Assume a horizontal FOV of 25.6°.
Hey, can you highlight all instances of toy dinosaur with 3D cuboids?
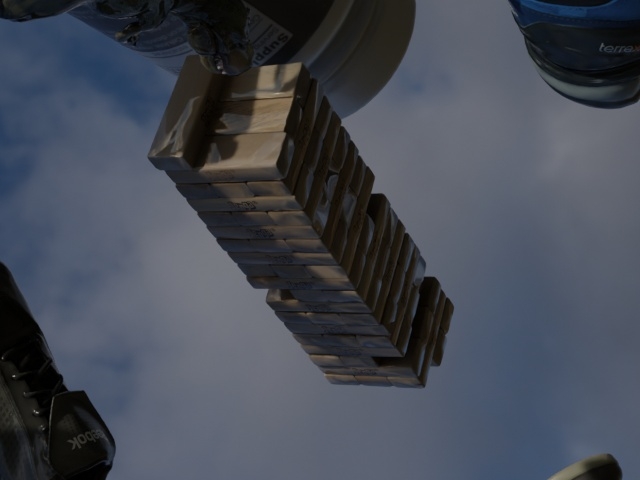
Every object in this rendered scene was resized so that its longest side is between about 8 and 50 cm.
[{"bbox_3d":[-0.145,-0.135,0.714,0.268,0.118,0.064,9,-99,-54],"label":"toy dinosaur"}]

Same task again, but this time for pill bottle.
[{"bbox_3d":[-0.096,-0.236,1.112,0.361,0.204,0.204,27,-118,-46],"label":"pill bottle"}]

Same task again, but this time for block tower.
[{"bbox_3d":[0.000,0.000,1.052,0.335,0.097,0.091,53,-136,-47],"label":"block tower"}]

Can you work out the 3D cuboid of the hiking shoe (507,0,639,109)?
[{"bbox_3d":[0.217,-0.183,0.660,0.132,0.304,0.113,38,-165,-55],"label":"hiking shoe"}]

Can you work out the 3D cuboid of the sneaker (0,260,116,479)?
[{"bbox_3d":[-0.187,0.120,0.945,0.078,0.106,0.234,-21,-77,-54],"label":"sneaker"}]

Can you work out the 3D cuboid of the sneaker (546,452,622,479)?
[{"bbox_3d":[0.198,0.288,1.174,0.118,0.222,0.083,48,-164,33],"label":"sneaker"}]
